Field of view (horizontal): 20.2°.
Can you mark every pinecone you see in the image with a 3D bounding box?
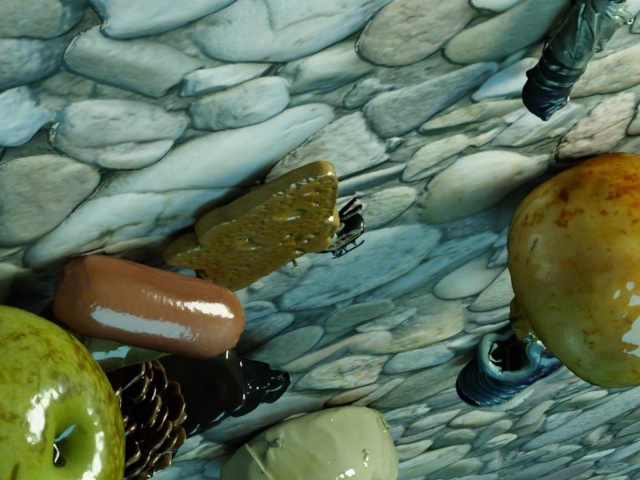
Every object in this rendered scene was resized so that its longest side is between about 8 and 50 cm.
[{"bbox_3d":[-0.216,0.172,1.787,0.173,0.173,0.173,-18,160,-7],"label":"pinecone"}]

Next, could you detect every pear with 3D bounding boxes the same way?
[{"bbox_3d":[-0.314,0.183,1.573,0.283,0.283,0.283,-18,160,-7],"label":"pear"}]

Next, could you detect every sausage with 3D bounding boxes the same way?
[{"bbox_3d":[-0.154,0.061,1.629,0.194,0.077,0.077,14,143,-34],"label":"sausage"}]

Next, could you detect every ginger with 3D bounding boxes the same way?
[{"bbox_3d":[-0.182,0.085,1.713,0.190,0.069,0.095,-13,178,-22],"label":"ginger"}]

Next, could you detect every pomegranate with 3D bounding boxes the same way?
[{"bbox_3d":[0.295,0.032,1.812,0.248,0.248,0.248,-18,160,-7],"label":"pomegranate"}]

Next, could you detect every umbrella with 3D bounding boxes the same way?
[{"bbox_3d":[0.218,-0.170,1.496,0.050,0.046,0.188,-16,154,-25],"label":"umbrella"}]

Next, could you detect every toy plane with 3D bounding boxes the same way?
[{"bbox_3d":[0.000,0.000,1.730,0.120,0.031,0.049,-32,152,21],"label":"toy plane"}]

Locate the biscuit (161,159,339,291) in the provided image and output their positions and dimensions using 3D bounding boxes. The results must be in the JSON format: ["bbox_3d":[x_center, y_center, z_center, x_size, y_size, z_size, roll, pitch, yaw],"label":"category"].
[{"bbox_3d":[-0.052,-0.011,1.637,0.162,0.035,0.250,-5,158,-33],"label":"biscuit"}]

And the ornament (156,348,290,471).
[{"bbox_3d":[-0.143,0.186,1.987,0.251,0.106,0.260,-25,165,17],"label":"ornament"}]

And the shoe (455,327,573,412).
[{"bbox_3d":[0.241,0.150,2.292,0.106,0.091,0.207,21,143,-30],"label":"shoe"}]

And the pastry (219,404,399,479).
[{"bbox_3d":[-0.014,0.313,2.363,0.265,0.133,0.265,-19,160,-8],"label":"pastry"}]
